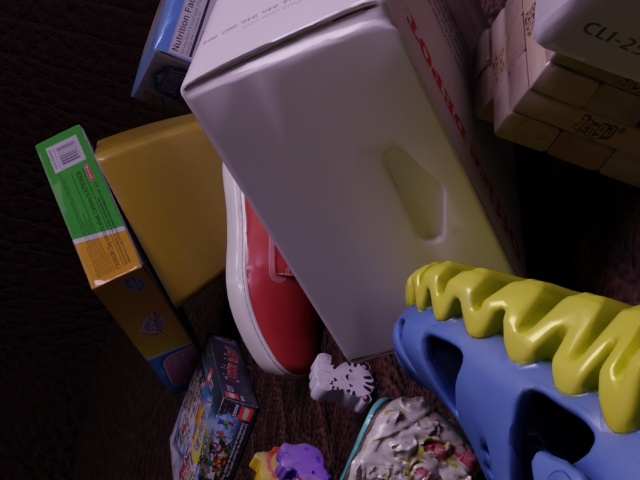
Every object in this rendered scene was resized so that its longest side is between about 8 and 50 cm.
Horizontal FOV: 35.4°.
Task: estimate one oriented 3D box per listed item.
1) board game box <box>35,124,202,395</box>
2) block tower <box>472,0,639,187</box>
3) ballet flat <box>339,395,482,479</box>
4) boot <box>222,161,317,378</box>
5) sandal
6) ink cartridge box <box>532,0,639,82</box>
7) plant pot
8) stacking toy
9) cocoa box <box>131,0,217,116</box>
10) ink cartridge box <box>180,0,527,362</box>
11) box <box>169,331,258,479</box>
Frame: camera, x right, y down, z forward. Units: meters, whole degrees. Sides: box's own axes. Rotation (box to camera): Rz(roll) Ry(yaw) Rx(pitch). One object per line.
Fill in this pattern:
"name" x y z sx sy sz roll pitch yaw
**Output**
"board game box" -0.250 0.035 1.317 0.242 0.064 0.316 60 174 33
"block tower" 0.186 -0.159 0.419 0.335 0.097 0.091 121 161 -47
"ballet flat" 0.025 0.206 0.589 0.091 0.077 0.241 -8 -57 -65
"boot" 0.000 0.000 0.943 0.176 0.088 0.244 -17 75 35
"sandal" 0.100 0.088 0.381 0.317 0.126 0.138 -156 81 -77
"ink cartridge box" 0.161 -0.225 0.264 0.261 0.066 0.296 132 153 -62
"plant pot" -0.158 -0.067 1.302 0.187 0.212 0.212 -27 14 -5
"stacking toy" -0.010 0.217 0.775 0.221 0.052 0.167 -89 21 -45
"cocoa box" -0.142 -0.318 1.555 0.347 0.228 0.231 169 119 -74
"ink cartridge box" 0.035 -0.096 0.601 0.114 0.198 0.273 -19 32 20
"box" -0.135 0.225 1.226 0.233 0.044 0.159 -128 58 -73
